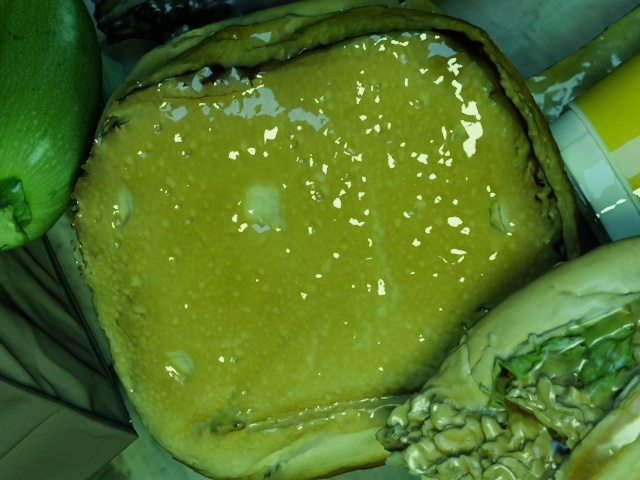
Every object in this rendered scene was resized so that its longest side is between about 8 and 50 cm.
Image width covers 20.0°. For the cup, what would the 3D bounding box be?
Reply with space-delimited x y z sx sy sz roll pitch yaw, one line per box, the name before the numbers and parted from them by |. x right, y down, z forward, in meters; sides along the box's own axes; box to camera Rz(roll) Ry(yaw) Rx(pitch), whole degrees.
cup | 0.290 -0.085 1.167 0.279 0.196 0.196 -31 57 6

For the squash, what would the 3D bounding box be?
squash | -0.200 -0.093 1.208 0.107 0.107 0.395 -16 29 4

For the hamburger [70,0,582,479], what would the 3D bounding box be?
hamburger | 0.006 -0.005 1.126 0.304 0.284 0.174 -11 23 4

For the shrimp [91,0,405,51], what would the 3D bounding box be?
shrimp | -0.005 -0.250 1.406 0.364 0.071 0.233 -17 48 4

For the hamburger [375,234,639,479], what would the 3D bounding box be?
hamburger | 0.179 0.110 1.034 0.286 0.243 0.146 -18 48 -14

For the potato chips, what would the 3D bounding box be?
potato chips | 0.099 -0.074 1.273 0.407 0.057 0.080 -25 61 -1

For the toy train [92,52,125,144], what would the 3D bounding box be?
toy train | -0.167 -0.106 1.357 0.038 0.056 0.093 -34 54 22

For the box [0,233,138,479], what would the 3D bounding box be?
box | -0.260 0.056 1.188 0.153 0.188 0.252 -39 54 15
